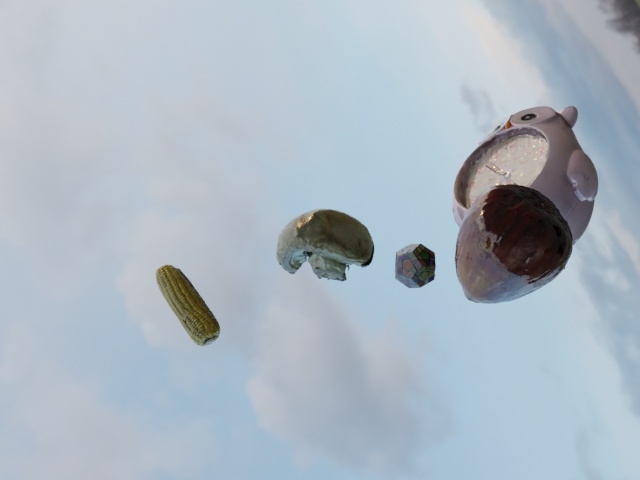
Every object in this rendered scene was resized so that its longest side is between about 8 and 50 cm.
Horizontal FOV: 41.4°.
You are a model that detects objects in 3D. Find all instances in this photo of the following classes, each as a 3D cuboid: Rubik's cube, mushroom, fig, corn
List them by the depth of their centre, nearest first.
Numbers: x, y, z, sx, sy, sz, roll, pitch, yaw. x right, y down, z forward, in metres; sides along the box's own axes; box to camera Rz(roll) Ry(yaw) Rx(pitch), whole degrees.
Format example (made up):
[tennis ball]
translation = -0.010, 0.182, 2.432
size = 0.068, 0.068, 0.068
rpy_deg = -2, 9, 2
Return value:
[fig]
translation = 0.387, 0.011, 1.718
size = 0.224, 0.263, 0.224
rpy_deg = 37, 167, 10
[corn]
translation = -0.284, 0.137, 1.814
size = 0.203, 0.072, 0.072
rpy_deg = 52, -158, 19
[Rubik's cube]
translation = 0.224, 0.060, 2.005
size = 0.093, 0.111, 0.111
rpy_deg = 66, -157, -14
[mushroom]
translation = 0.005, -0.006, 2.347
size = 0.164, 0.266, 0.190
rpy_deg = 57, -133, -51

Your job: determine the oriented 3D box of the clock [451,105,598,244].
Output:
[clock]
translation = 0.507, -0.137, 2.071
size = 0.250, 0.368, 0.377
rpy_deg = 41, -130, -31
